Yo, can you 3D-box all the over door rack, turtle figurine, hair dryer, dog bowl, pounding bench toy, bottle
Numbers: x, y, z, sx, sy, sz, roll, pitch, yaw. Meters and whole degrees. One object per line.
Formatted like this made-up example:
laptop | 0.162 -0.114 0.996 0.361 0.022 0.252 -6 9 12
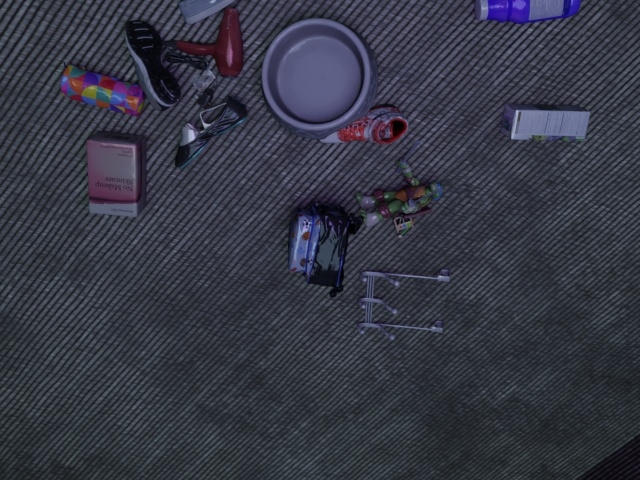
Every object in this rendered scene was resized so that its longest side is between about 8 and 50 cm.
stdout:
over door rack | 0.298 0.226 1.986 0.325 0.108 0.239 0 115 -4
turtle figurine | 0.239 -0.164 1.762 0.267 0.275 0.197 -22 77 12
hair dryer | -0.328 -0.544 1.616 0.293 0.080 0.224 -43 109 14
dog bowl | -0.009 -0.465 1.606 0.349 0.102 0.348 1 96 7
pounding bench toy | 0.282 -0.054 1.888 0.065 0.052 0.083 -18 114 4
bottle | 0.588 -0.680 1.604 0.283 0.092 0.118 -9 111 1

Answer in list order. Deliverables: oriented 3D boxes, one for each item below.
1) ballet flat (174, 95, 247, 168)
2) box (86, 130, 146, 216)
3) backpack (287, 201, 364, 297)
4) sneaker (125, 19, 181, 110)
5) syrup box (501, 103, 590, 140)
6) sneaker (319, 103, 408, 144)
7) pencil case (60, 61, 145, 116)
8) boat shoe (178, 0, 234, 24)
ballet flat | -0.352 -0.337 1.702 0.281 0.095 0.096 -38 116 3
box | -0.621 -0.204 1.724 0.149 0.126 0.232 5 113 -6
backpack | 0.000 0.000 1.782 0.213 0.263 0.276 15 105 -3
sneaker | -0.490 -0.494 1.596 0.100 0.108 0.271 -20 88 -36
syrup box | 0.696 -0.368 1.751 0.237 0.093 0.096 0 114 -3
sneaker | 0.126 -0.334 1.682 0.270 0.145 0.090 -15 123 -6
pencil case | -0.631 -0.439 1.636 0.237 0.104 0.104 17 112 -11
boat shoe | -0.290 -0.683 1.556 0.228 0.079 0.081 -24 118 11
